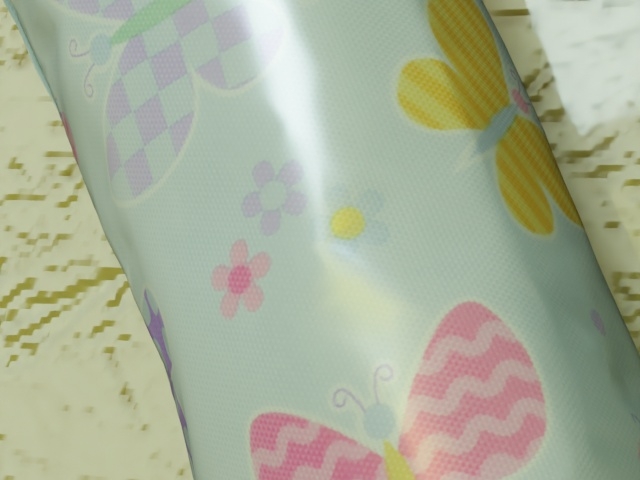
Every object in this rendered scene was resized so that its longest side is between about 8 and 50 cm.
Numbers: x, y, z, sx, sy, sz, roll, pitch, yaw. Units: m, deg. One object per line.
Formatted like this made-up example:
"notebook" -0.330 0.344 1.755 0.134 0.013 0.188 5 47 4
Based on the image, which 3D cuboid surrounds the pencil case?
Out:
"pencil case" 0.000 0.000 0.473 0.124 0.113 0.273 -33 64 31
